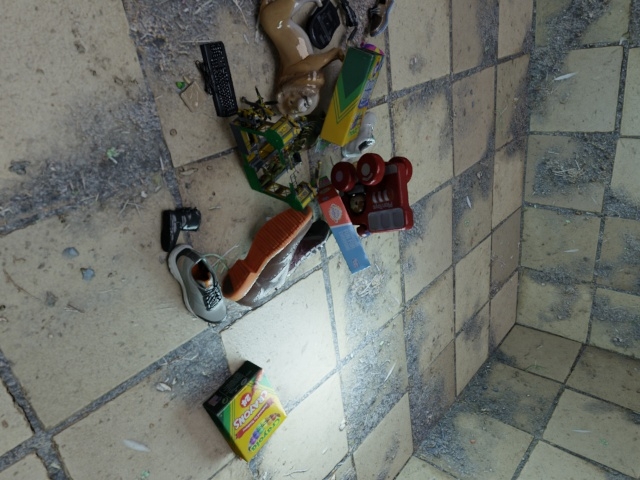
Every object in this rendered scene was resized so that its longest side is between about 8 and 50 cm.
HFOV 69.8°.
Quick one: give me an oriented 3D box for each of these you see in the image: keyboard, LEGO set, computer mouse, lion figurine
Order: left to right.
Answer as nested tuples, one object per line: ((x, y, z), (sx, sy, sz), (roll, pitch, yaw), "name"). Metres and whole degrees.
((-0.266, -0.421, 1.216), (0.100, 0.038, 0.191), (-33, 123, -38), "keyboard")
((-0.096, -0.265, 1.298), (0.192, 0.255, 0.331), (-49, 136, -28), "LEGO set")
((-0.078, -0.564, 1.312), (0.142, 0.241, 0.391), (-89, 155, -69), "lion figurine")
((0.032, -0.679, 1.468), (0.184, 0.060, 0.261), (48, 57, -45), "computer mouse")

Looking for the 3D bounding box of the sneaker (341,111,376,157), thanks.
((0.166, -0.382, 1.674), (0.212, 0.094, 0.080), (-59, 136, -19), "sneaker")

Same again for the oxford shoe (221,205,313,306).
((-0.137, 0.047, 1.379), (0.363, 0.130, 0.133), (-47, 131, 6), "oxford shoe")

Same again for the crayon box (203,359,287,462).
((-0.231, 0.580, 1.518), (0.202, 0.081, 0.318), (-43, 131, -33), "crayon box")

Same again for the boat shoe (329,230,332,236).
((0.000, 0.000, 1.638), (0.137, 0.043, 0.049), (-53, 137, -22), "boat shoe")

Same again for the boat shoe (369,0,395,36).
((0.205, -0.802, 1.624), (0.066, 0.066, 0.183), (40, 61, -42), "boat shoe")

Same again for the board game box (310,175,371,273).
((0.057, -0.061, 1.463), (0.064, 0.316, 0.242), (-25, 110, 2), "board game box")

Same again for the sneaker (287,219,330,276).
((-0.086, -0.013, 1.492), (0.281, 0.107, 0.162), (-47, 129, -29), "sneaker")

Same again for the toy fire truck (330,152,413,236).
((0.169, -0.143, 1.514), (0.170, 0.302, 0.253), (-2, 86, -39), "toy fire truck")

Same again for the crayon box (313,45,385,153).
((0.092, -0.422, 1.419), (0.203, 0.083, 0.322), (-51, 163, -63), "crayon box")

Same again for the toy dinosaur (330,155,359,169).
((0.093, -0.251, 1.671), (0.212, 0.064, 0.112), (-18, 91, -51), "toy dinosaur")

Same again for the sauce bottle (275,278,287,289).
((-0.119, 0.108, 1.535), (0.128, 0.042, 0.042), (-50, 134, -25), "sauce bottle")

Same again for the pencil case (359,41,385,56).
((0.133, -0.563, 1.581), (0.104, 0.105, 0.236), (42, 68, -46), "pencil case")

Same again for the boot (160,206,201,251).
((-0.367, -0.032, 1.214), (0.099, 0.045, 0.121), (-8, 109, -53), "boot")

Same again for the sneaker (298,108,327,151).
((-0.030, -0.362, 1.479), (0.192, 0.064, 0.086), (-45, 134, -41), "sneaker")

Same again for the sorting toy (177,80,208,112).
((-0.331, -0.379, 1.173), (0.062, 0.012, 0.083), (-51, 137, -19), "sorting toy")

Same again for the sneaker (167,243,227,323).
((-0.323, 0.135, 1.263), (0.100, 0.108, 0.271), (-45, 132, -33), "sneaker")
